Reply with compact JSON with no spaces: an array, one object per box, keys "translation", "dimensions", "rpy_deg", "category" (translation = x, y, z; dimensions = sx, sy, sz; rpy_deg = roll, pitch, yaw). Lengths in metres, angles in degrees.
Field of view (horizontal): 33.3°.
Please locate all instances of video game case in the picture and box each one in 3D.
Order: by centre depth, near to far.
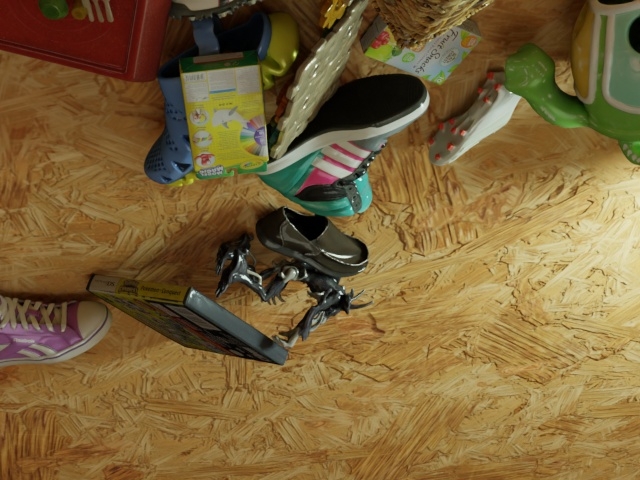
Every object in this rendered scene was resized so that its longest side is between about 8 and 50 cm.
[{"translation":[-0.228,0.137,1.849],"dimensions":[0.248,0.035,0.275],"rpy_deg":[5,157,39],"category":"video game case"}]

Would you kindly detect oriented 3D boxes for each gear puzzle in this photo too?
[{"translation":[-0.009,-0.240,1.398],"dimensions":[0.044,0.175,0.339],"rpy_deg":[36,155,6],"category":"gear puzzle"}]

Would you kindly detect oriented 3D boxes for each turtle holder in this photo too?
[{"translation":[0.444,-0.268,1.492],"dimensions":[0.320,0.243,0.227],"rpy_deg":[9,143,44],"category":"turtle holder"}]

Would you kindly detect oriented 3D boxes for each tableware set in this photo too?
[{"translation":[-0.298,-0.318,1.241],"dimensions":[0.104,0.024,0.154],"rpy_deg":[3,140,8],"category":"tableware set"}]

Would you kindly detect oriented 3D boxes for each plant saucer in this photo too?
[{"translation":[-0.313,-0.306,1.307],"dimensions":[0.258,0.047,0.259],"rpy_deg":[13,137,-8],"category":"plant saucer"}]

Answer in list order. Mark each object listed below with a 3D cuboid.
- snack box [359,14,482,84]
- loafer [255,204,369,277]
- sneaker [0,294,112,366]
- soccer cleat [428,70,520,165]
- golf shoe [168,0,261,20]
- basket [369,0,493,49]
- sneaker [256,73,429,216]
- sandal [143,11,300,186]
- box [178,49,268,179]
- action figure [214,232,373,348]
[{"translation":[0.141,-0.285,1.511],"dimensions":[0.141,0.037,0.100],"rpy_deg":[15,136,-31],"category":"snack box"},{"translation":[0.000,0.000,1.801],"dimensions":[0.220,0.080,0.078],"rpy_deg":[16,135,-31],"category":"loafer"},{"translation":[-0.509,0.136,1.828],"dimensions":[0.282,0.102,0.161],"rpy_deg":[-14,139,3],"category":"sneaker"},{"translation":[0.244,-0.179,1.652],"dimensions":[0.076,0.068,0.196],"rpy_deg":[15,133,-34],"category":"soccer cleat"},{"translation":[-0.079,-0.362,1.329],"dimensions":[0.273,0.105,0.120],"rpy_deg":[-20,115,16],"category":"golf shoe"},{"translation":[0.123,-0.400,1.165],"dimensions":[0.213,0.299,0.223],"rpy_deg":[-32,179,-11],"category":"basket"},{"translation":[0.053,-0.127,1.614],"dimensions":[0.296,0.123,0.178],"rpy_deg":[-19,138,22],"category":"sneaker"},{"translation":[-0.167,-0.207,1.472],"dimensions":[0.138,0.126,0.317],"rpy_deg":[19,124,-31],"category":"sandal"},{"translation":[-0.125,-0.161,1.416],"dimensions":[0.105,0.043,0.179],"rpy_deg":[-7,130,-6],"category":"box"},{"translation":[-0.053,0.091,1.848],"dimensions":[0.276,0.164,0.141],"rpy_deg":[22,112,-24],"category":"action figure"}]
